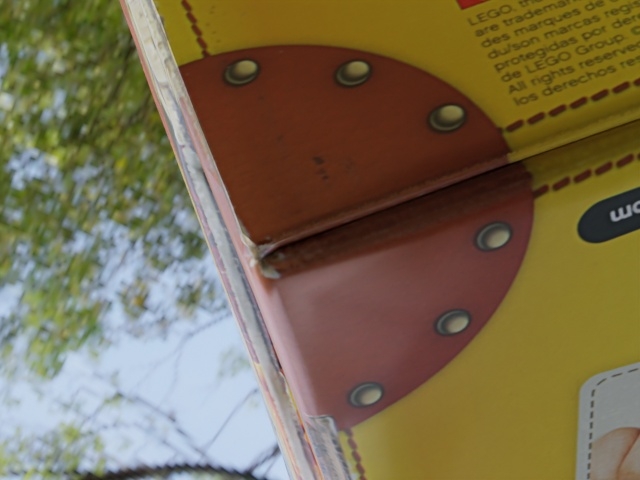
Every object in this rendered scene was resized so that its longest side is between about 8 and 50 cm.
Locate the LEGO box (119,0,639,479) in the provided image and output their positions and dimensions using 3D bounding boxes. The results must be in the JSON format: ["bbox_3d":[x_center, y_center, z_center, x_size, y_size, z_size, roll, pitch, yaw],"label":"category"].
[{"bbox_3d":[0.222,-0.022,0.585,0.500,0.372,0.193,-19,-132,-4],"label":"LEGO box"}]
